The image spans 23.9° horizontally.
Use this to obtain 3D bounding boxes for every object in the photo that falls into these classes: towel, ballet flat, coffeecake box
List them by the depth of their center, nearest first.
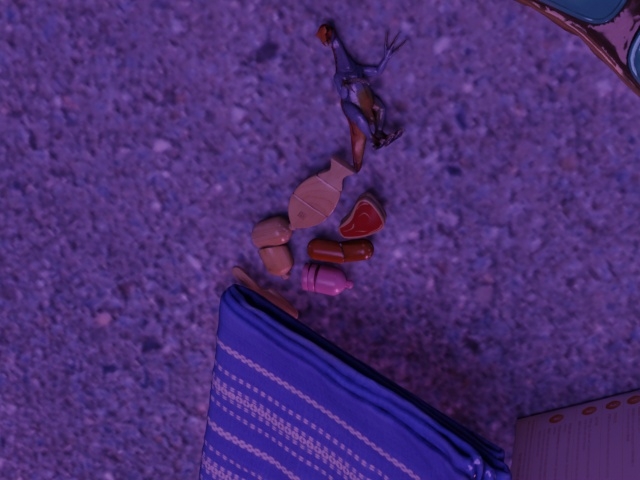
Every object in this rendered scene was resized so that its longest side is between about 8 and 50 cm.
[{"bbox_3d":[0.180,-0.136,0.863,0.232,0.073,0.080,35,113,-7],"label":"ballet flat"},{"bbox_3d":[0.218,0.158,0.967,0.185,0.142,0.068,-17,113,20],"label":"coffeecake box"},{"bbox_3d":[-0.002,0.217,1.038,0.243,0.040,0.336,31,128,31],"label":"towel"}]

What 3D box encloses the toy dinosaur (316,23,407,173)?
[{"bbox_3d":[0.016,-0.093,0.942,0.082,0.047,0.090,52,127,5],"label":"toy dinosaur"}]

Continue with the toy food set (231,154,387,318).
[{"bbox_3d":[0.000,0.000,0.999,0.078,0.019,0.122,41,123,-12],"label":"toy food set"}]
